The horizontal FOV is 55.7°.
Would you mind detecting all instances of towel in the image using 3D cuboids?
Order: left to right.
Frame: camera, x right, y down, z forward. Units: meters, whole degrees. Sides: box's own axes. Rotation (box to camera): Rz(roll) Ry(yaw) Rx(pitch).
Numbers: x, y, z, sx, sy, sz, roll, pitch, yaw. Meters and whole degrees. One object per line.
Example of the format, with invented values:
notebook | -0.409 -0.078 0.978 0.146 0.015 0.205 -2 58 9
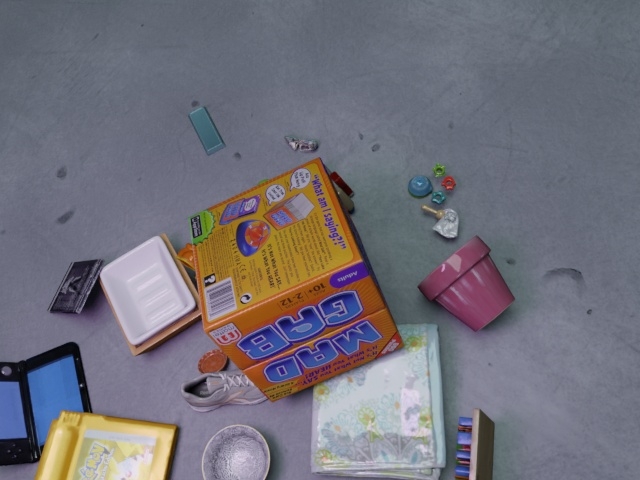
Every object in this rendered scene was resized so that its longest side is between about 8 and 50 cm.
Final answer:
towel | 0.137 0.384 1.476 0.320 0.090 0.374 -2 64 10

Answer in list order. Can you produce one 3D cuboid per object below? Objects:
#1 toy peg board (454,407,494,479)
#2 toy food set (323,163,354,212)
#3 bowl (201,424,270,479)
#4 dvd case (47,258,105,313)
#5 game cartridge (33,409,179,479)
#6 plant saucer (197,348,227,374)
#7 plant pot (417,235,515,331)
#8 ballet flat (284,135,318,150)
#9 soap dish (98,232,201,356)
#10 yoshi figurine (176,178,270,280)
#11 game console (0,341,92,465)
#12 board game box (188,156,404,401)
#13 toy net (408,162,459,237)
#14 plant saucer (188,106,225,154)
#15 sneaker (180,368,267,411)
toy peg board | 0.333 0.473 1.361 0.079 0.160 0.161 -4 63 27
toy food set | 0.029 -0.136 1.768 0.111 0.104 0.232 -44 45 4
bowl | -0.195 0.541 1.474 0.170 0.080 0.170 -5 64 9
dvd case | -0.708 0.134 1.751 0.221 0.018 0.164 -6 58 46
game cartridge | -0.542 0.585 1.508 0.324 0.052 0.285 7 65 1
plant saucer | -0.288 0.328 1.621 0.083 0.013 0.083 -13 40 11
plant pot | 0.374 0.119 1.509 0.201 0.201 0.180 -38 79 -8
ballet flat | -0.065 -0.299 1.881 0.114 0.041 0.041 13 68 18
soap dish | -0.468 0.153 1.699 0.229 0.118 0.291 -33 63 -5
yoshi figurine | -0.214 -0.027 1.702 0.203 0.203 0.362 37 69 6
game console | -0.780 0.422 1.610 0.173 0.250 0.293 -38 59 22
board game box | -0.059 0.097 1.447 0.356 0.356 0.356 -24 46 5
toy net | 0.338 -0.103 1.699 0.122 0.045 0.232 -22 64 -1
plant saucer | -0.377 -0.365 1.990 0.067 0.018 0.192 -28 63 -2
sneaker | -0.230 0.371 1.541 0.262 0.121 0.099 -17 63 3
